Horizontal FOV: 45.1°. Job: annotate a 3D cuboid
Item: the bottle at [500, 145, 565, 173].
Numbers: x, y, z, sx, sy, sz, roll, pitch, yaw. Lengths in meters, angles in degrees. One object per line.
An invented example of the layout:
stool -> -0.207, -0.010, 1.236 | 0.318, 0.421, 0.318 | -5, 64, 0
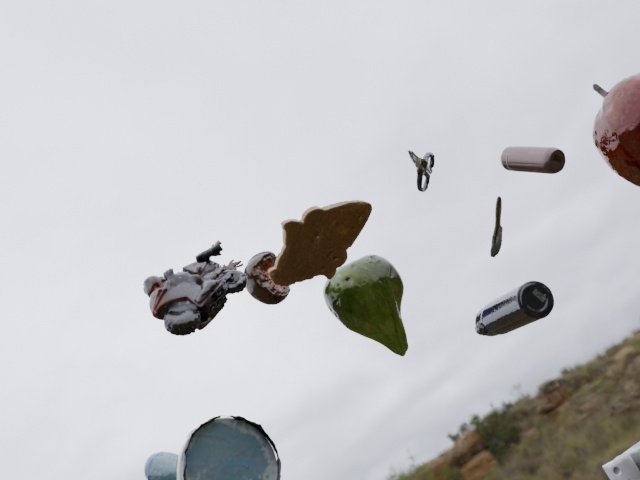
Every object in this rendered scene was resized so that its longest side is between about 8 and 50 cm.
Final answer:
bottle -> 0.427, -0.164, 1.556 | 0.053, 0.053, 0.140 | -5, 10, -29

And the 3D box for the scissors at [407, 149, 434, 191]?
scissors -> 0.254, -0.194, 1.962 | 0.300, 0.022, 0.109 | 22, -97, -73

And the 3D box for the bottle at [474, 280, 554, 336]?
bottle -> 0.371, 0.142, 1.514 | 0.082, 0.072, 0.244 | -37, -7, -16

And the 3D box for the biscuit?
biscuit -> 0.000, 0.000, 1.510 | 0.250, 0.035, 0.162 | -36, -58, -11

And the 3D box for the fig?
fig -> 0.138, 0.179, 1.982 | 0.206, 0.275, 0.206 | -27, -14, -7

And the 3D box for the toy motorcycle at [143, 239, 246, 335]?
toy motorcycle -> -0.298, 0.105, 1.935 | 0.401, 0.207, 0.134 | -41, -37, -50

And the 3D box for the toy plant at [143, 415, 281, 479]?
toy plant -> -0.261, 0.534, 1.735 | 0.247, 0.247, 0.332 | -10, -17, -35

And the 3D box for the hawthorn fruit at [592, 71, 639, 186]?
hawthorn fruit -> 0.586, -0.202, 1.374 | 0.215, 0.249, 0.215 | -48, -18, -21

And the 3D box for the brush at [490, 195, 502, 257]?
brush -> 0.498, -0.043, 2.171 | 0.070, 0.021, 0.196 | -48, -38, -42

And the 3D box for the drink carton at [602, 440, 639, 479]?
drink carton -> 0.722, 0.491, 1.648 | 0.106, 0.130, 0.315 | -42, -24, 29

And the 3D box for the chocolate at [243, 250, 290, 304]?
chocolate -> -0.140, 0.109, 2.038 | 0.124, 0.133, 0.127 | 2, -46, -15
